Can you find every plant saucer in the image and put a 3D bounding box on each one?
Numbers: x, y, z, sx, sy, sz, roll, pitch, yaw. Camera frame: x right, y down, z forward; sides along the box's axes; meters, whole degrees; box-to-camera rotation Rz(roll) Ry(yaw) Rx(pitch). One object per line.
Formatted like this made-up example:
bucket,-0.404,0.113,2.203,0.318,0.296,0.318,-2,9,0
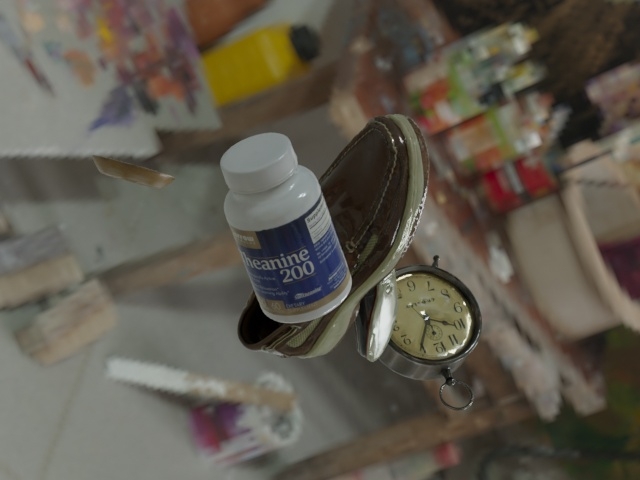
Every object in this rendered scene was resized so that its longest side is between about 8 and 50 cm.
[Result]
plant saucer,-0.181,-0.064,1.796,0.083,0.083,0.015,17,88,-52

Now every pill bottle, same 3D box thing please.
pill bottle,-0.026,-0.009,1.259,0.067,0.067,0.120,-66,143,-51

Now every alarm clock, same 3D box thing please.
alarm clock,0.123,0.113,2.138,0.129,0.064,0.192,-13,61,-23

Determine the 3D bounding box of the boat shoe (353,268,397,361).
boat shoe,0.041,0.040,1.640,0.049,0.043,0.137,-38,134,-55

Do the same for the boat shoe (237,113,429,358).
boat shoe,0.003,0.006,1.533,0.095,0.257,0.095,-3,43,-34
